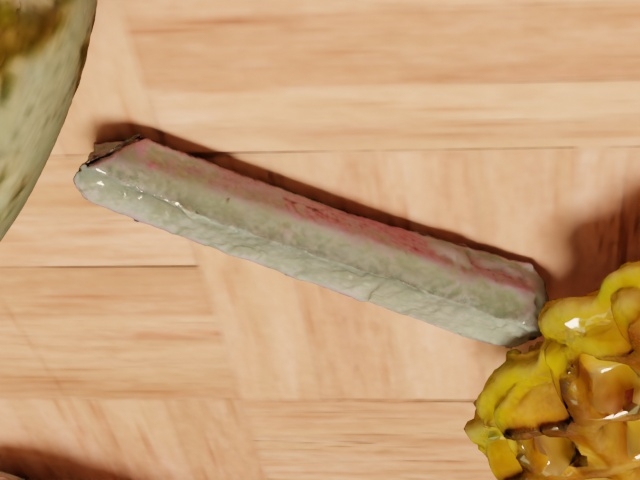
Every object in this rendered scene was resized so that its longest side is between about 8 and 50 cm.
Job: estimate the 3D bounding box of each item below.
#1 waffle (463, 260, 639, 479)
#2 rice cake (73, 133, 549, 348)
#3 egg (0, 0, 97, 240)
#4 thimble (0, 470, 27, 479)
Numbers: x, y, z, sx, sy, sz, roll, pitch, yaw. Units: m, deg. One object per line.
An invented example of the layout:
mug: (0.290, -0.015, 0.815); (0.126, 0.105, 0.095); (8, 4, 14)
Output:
waffle: (0.193, 0.049, 0.656); (0.243, 0.059, 0.238); (-1, 145, -16)
rice cake: (0.000, 0.000, 0.641); (0.207, 0.033, 0.033); (19, 145, -20)
egg: (-0.163, -0.047, 0.474); (0.231, 0.169, 0.169); (-35, 132, 22)
thimble: (-0.154, 0.226, 0.858); (0.149, 0.185, 0.211); (24, 133, -28)
